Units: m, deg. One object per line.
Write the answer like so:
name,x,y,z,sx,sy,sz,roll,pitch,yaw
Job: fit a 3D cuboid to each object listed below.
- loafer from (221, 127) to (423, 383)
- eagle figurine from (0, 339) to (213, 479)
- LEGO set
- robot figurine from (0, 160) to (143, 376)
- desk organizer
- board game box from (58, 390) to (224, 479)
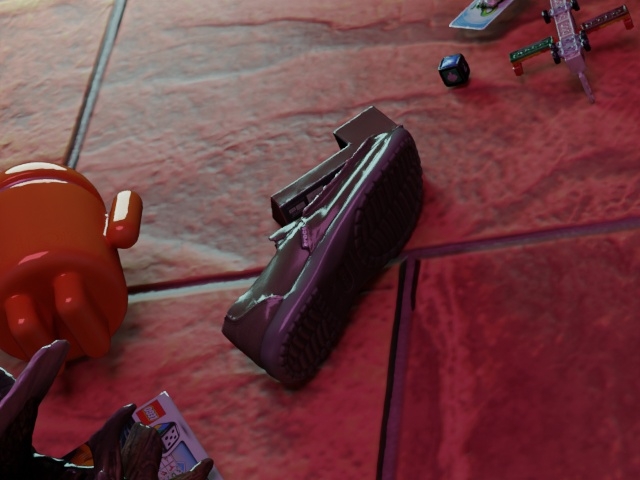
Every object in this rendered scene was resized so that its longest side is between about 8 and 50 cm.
loafer,0.000,0.000,1.424,0.087,0.094,0.251,16,55,31
eagle figurine,-0.259,0.192,1.207,0.298,0.226,0.225,0,69,21
LEGO set,0.222,-0.209,1.591,0.244,0.060,0.182,-44,33,-23
robot figurine,-0.234,0.017,1.495,0.158,0.128,0.219,-56,34,26
desk organizer,0.014,-0.058,1.515,0.130,0.047,0.050,-34,40,-11
board game box,-0.126,0.260,1.247,0.193,0.053,0.305,-33,42,-8
